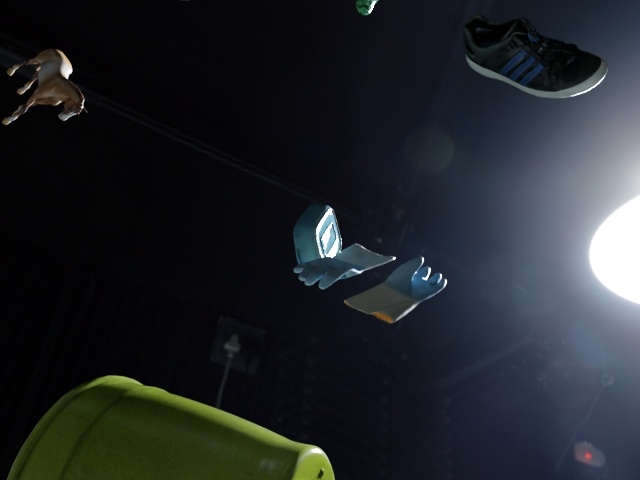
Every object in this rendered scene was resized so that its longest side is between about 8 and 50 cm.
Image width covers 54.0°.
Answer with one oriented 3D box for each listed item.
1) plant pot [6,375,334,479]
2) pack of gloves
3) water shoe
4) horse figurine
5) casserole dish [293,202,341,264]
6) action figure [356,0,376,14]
[{"bbox_3d":[-0.177,0.391,0.879,0.353,0.366,0.366,0,-37,23],"label":"plant pot"},{"bbox_3d":[0.085,0.044,0.998,0.195,0.232,0.046,22,-68,28],"label":"pack of gloves"},{"bbox_3d":[0.270,-0.245,0.825,0.203,0.073,0.080,26,-15,40],"label":"water shoe"},{"bbox_3d":[-0.596,-0.343,1.358,0.175,0.263,0.066,-23,-39,9],"label":"horse figurine"},{"bbox_3d":[0.000,0.000,1.110,0.037,0.188,0.114,-10,-72,17],"label":"casserole dish"},{"bbox_3d":[0.082,-0.389,0.759,0.137,0.063,0.232,16,-58,-4],"label":"action figure"}]
